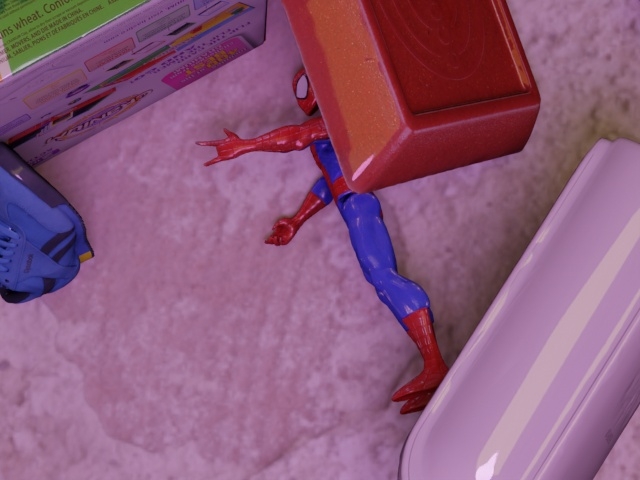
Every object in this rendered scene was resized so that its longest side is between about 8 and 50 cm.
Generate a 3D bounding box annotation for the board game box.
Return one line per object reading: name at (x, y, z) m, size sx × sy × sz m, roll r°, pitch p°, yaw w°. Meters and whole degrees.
board game box at (-0.154, -0.139, 1.034) m, size 0.242 × 0.316 × 0.064 m, roll -29°, pitch 88°, yaw -5°

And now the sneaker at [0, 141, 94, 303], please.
sneaker at (-0.218, -0.001, 1.076) m, size 0.082 × 0.209 × 0.069 m, roll -42°, pitch 78°, yaw -14°

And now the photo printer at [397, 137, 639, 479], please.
photo printer at (0.169, 0.100, 1.074) m, size 0.107 × 0.256 × 0.307 m, roll 31°, pitch 84°, yaw 19°

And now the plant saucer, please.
plant saucer at (0.066, -0.178, 1.094) m, size 0.047 × 0.259 × 0.258 m, roll -21°, pitch 87°, yaw 37°

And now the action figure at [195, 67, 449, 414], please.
action figure at (0.000, 0.000, 1.136) m, size 0.139 × 0.091 × 0.280 m, roll -16°, pitch 72°, yaw 2°
